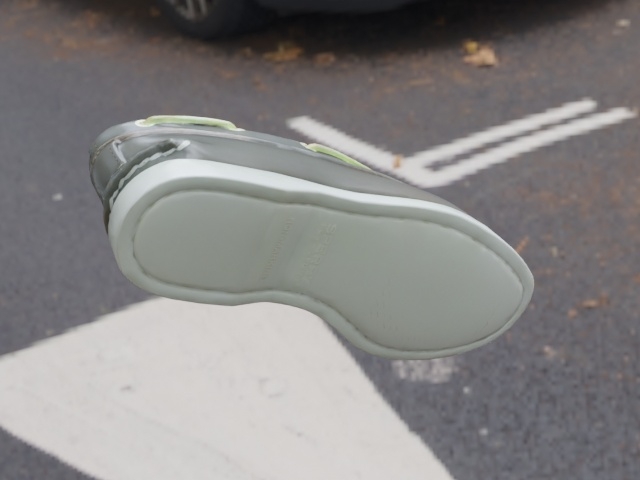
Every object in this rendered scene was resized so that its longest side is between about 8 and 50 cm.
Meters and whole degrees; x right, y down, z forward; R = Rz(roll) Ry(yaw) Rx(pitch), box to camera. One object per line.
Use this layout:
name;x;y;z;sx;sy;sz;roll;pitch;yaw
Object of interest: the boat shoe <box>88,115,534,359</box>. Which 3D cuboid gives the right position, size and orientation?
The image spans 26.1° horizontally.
boat shoe;0.002;-0.004;0.831;0.305;0.109;0.091;15;25;-36
